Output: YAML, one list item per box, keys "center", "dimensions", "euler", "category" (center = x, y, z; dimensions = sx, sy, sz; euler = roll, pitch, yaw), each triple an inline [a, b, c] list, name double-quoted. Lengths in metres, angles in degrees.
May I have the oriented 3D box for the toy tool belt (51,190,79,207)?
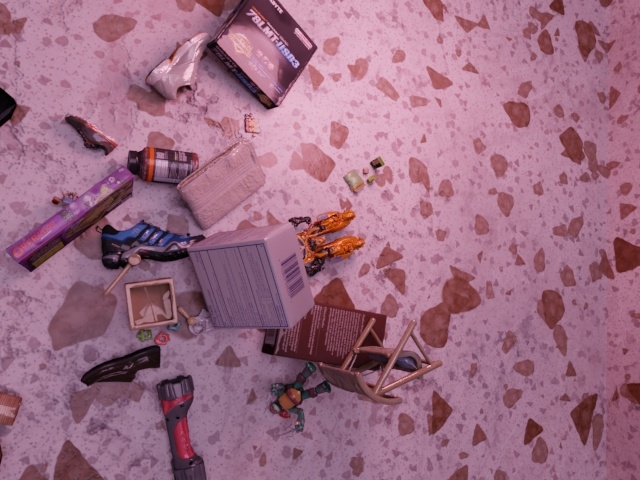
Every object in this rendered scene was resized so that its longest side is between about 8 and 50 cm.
- center: [-0.708, -0.115, 1.395]
  dimensions: [0.083, 0.052, 0.051]
  euler: [17, 45, -25]
  category: "toy tool belt"

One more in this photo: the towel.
- center: [-0.296, -0.176, 1.536]
  dimensions: [0.282, 0.049, 0.187]
  euler: [-43, 139, -22]
  category: "towel"

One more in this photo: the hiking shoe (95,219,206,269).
- center: [-0.483, -0.005, 1.445]
  dimensions: [0.304, 0.113, 0.132]
  euler: [-8, 78, -31]
  category: "hiking shoe"

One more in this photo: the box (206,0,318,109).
- center: [-0.185, -0.648, 1.653]
  dimensions: [0.295, 0.073, 0.293]
  euler: [42, 68, -31]
  category: "box"

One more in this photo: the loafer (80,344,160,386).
- center: [-0.549, 0.364, 1.381]
  dimensions: [0.220, 0.080, 0.078]
  euler: [-18, 90, -26]
  category: "loafer"

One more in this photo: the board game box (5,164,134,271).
- center: [-0.653, -0.056, 1.320]
  dimensions: [0.347, 0.208, 0.056]
  euler: [-44, 102, -24]
  category: "board game box"

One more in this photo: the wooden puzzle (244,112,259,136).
- center: [-0.231, -0.389, 1.669]
  dimensions: [0.049, 0.006, 0.083]
  euler: [-1, 83, -25]
  category: "wooden puzzle"

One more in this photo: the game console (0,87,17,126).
- center: [-1.002, -0.305, 1.282]
  dimensions: [0.213, 0.044, 0.361]
  euler: [41, 69, -15]
  category: "game console"

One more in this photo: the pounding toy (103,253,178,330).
- center: [-0.503, 0.138, 1.370]
  dimensions: [0.181, 0.094, 0.205]
  euler: [-7, 91, -22]
  category: "pounding toy"

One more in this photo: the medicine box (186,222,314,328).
- center: [-0.199, 0.106, 1.423]
  dimensions: [0.149, 0.290, 0.263]
  euler: [-37, 117, -55]
  category: "medicine box"

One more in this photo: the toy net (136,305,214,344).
- center: [-0.418, 0.250, 1.467]
  dimensions: [0.232, 0.045, 0.122]
  euler: [10, 69, -22]
  category: "toy net"

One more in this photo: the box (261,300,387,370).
- center: [0.016, 0.304, 1.621]
  dimensions: [0.382, 0.143, 0.191]
  euler: [15, 77, -21]
  category: "box"

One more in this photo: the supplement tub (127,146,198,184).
- center: [-0.472, -0.224, 1.482]
  dimensions: [0.198, 0.106, 0.105]
  euler: [5, 81, -24]
  category: "supplement tub"

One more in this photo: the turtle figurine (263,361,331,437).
- center: [-0.090, 0.492, 1.540]
  dimensions: [0.234, 0.118, 0.175]
  euler: [-41, 103, 6]
  category: "turtle figurine"

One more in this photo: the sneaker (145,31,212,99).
- center: [-0.425, -0.546, 1.564]
  dimensions: [0.262, 0.099, 0.121]
  euler: [-50, 116, -18]
  category: "sneaker"

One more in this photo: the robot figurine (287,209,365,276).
- center: [0.000, 0.000, 1.681]
  dimensions: [0.291, 0.085, 0.211]
  euler: [-20, 91, -26]
  category: "robot figurine"

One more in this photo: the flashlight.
- center: [-0.390, 0.548, 1.420]
  dimensions: [0.103, 0.103, 0.303]
  euler: [-12, 87, -29]
  category: "flashlight"

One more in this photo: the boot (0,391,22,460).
- center: [-0.886, 0.496, 1.190]
  dimensions: [0.220, 0.109, 0.283]
  euler: [18, 74, -23]
  category: "boot"

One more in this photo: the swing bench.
- center: [0.168, 0.370, 1.468]
  dimensions: [0.255, 0.253, 0.165]
  euler: [-37, 100, -23]
  category: "swing bench"

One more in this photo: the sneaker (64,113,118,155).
- center: [-0.671, -0.303, 1.427]
  dimensions: [0.158, 0.061, 0.064]
  euler: [33, 77, -17]
  category: "sneaker"

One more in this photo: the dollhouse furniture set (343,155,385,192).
- center: [0.165, -0.244, 1.804]
  dimensions: [0.152, 0.059, 0.076]
  euler: [-38, 99, -24]
  category: "dollhouse furniture set"
